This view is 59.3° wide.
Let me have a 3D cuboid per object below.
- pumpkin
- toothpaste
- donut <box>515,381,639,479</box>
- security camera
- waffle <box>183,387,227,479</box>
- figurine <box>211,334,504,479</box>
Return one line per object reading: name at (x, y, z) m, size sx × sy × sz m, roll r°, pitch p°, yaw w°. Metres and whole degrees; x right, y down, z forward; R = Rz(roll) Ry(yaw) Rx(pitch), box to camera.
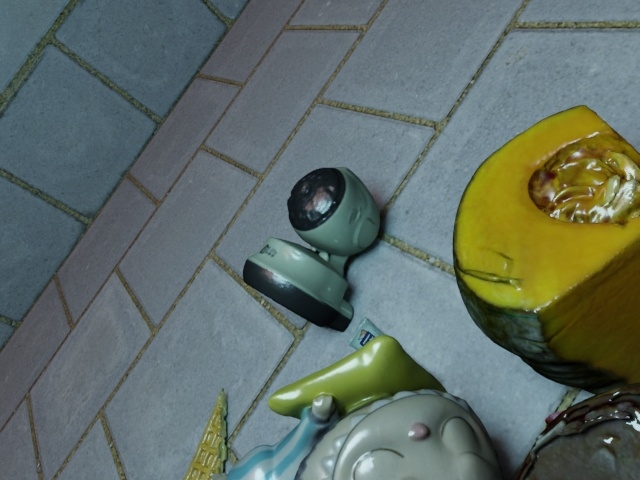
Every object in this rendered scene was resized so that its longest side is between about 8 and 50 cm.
pumpkin at (0.297, 0.015, 0.676) m, size 0.256 × 0.225 × 0.303 m, roll -26°, pitch 38°, yaw 26°
toothpaste at (0.108, 0.184, 0.893) m, size 0.056 × 0.036 × 0.205 m, roll -54°, pitch 32°, yaw -3°
donut at (0.287, 0.287, 0.464) m, size 0.259 × 0.136 × 0.345 m, roll -10°, pitch 78°, yaw 53°
security camera at (0.000, 0.000, 1.032) m, size 0.197 × 0.191 × 0.277 m, roll 20°, pitch 75°, yaw 54°
waffle at (-0.185, 0.382, 1.052) m, size 0.125 × 0.032 × 0.191 m, roll 0°, pitch 62°, yaw 50°
figurine at (0.052, 0.359, 0.625) m, size 0.361 × 0.266 × 0.378 m, roll -43°, pitch 36°, yaw 23°
